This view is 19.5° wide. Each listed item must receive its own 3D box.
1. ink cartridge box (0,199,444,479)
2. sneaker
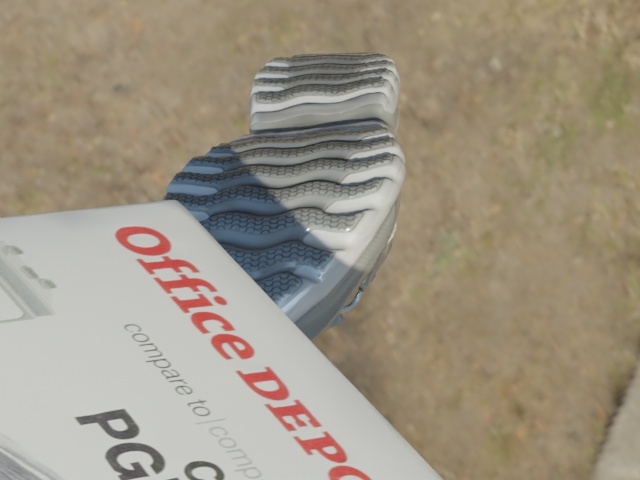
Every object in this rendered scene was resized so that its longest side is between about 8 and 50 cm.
[{"bbox_3d":[-0.122,0.094,0.491,0.283,0.117,0.207,-8,34,-33],"label":"ink cartridge box"},{"bbox_3d":[0.000,0.000,0.887,0.105,0.115,0.281,-1,23,14],"label":"sneaker"}]
